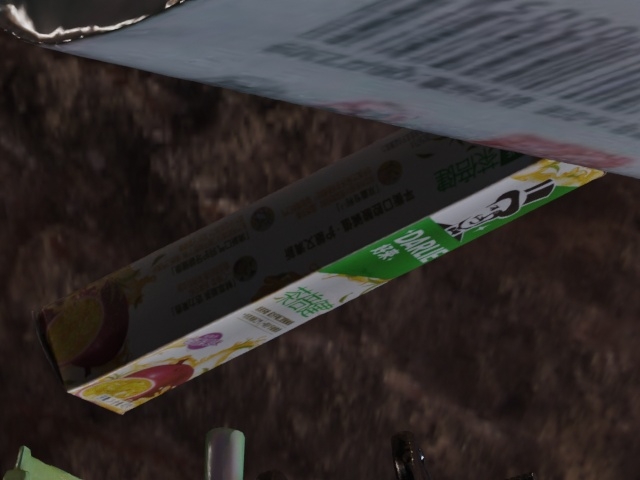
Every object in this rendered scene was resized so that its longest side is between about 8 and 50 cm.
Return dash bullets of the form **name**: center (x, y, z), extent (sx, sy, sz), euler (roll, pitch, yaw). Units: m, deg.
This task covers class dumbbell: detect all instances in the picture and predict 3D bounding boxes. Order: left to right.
- **dumbbell**: center (0.015, 0.115, 0.735), extent (0.147, 0.069, 0.069), euler (-17, -118, 6)

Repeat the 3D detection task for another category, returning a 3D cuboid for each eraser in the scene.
- **eraser**: center (0.059, -0.074, 0.444), extent (0.227, 0.174, 0.081), euler (10, -112, -44)

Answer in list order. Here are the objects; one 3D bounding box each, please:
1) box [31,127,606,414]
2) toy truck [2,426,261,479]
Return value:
- **box**: center (0.000, 0.000, 0.660), extent (0.207, 0.050, 0.041), euler (-26, -113, 12)
- **toy truck**: center (-0.091, 0.133, 0.604), extent (0.259, 0.128, 0.135), euler (-9, -117, 30)
